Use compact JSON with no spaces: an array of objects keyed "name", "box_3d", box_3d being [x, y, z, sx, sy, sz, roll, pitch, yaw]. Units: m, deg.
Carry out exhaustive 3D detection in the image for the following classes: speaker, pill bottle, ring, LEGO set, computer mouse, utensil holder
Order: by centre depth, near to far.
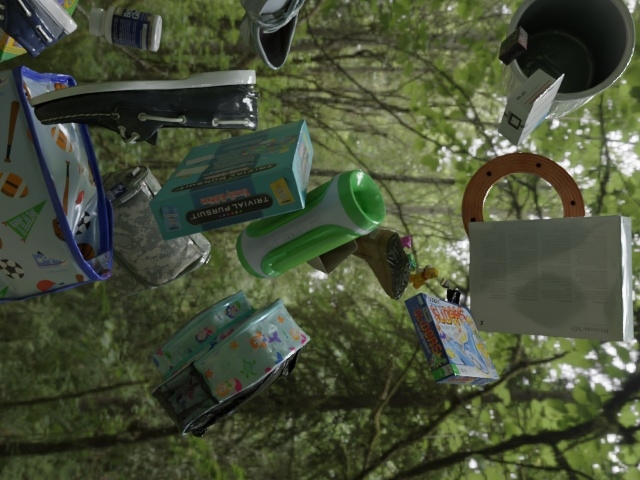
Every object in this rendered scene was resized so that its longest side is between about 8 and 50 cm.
[{"name":"speaker","box_3d":[-0.025,-0.025,1.218,0.297,0.131,0.131,-26,-123,33]},{"name":"pill bottle","box_3d":[-0.503,-0.551,1.632,0.094,0.169,0.094,-172,-90,-81]},{"name":"computer mouse","box_3d":[0.348,0.188,1.727,0.262,0.060,0.184,21,64,-58]},{"name":"ring","box_3d":[0.555,-0.077,1.737,0.032,0.337,0.336,76,12,-81]},{"name":"LEGO set","box_3d":[0.289,0.074,1.847,0.093,0.227,0.087,-21,-134,32]},{"name":"utensil holder","box_3d":[0.704,-0.539,1.874,0.385,0.328,0.327,-2,92,-79]}]

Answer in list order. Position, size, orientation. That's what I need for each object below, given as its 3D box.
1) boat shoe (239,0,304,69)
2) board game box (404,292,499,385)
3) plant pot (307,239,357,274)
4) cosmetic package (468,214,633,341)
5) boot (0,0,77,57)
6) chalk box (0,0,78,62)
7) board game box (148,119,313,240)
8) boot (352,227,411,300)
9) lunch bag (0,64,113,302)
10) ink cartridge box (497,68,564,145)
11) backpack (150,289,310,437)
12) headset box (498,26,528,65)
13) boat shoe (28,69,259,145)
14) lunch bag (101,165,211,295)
[{"name":"boat shoe","box_3d":[-0.086,-0.420,1.195,0.103,0.118,0.320,58,-13,-2]},{"name":"board game box","box_3d":[0.215,0.164,1.023,0.035,0.201,0.136,-31,-117,24]},{"name":"plant pot","box_3d":[0.000,0.000,1.435,0.096,0.109,0.109,5,-51,51]},{"name":"cosmetic package","box_3d":[0.552,0.090,1.547,0.377,0.097,0.284,-1,-94,41]},{"name":"boot","box_3d":[-0.439,-0.348,0.887,0.069,0.086,0.190,52,0,45]},{"name":"chalk box","box_3d":[-0.500,-0.412,1.058,0.132,0.132,0.213,-46,-173,35]},{"name":"board game box","box_3d":[-0.151,-0.125,1.205,0.336,0.254,0.079,-85,160,-65]},{"name":"boot","box_3d":[0.082,0.018,1.561,0.270,0.089,0.236,20,-37,34]},{"name":"lunch bag","box_3d":[-0.574,-0.080,1.139,0.239,0.328,0.385,-56,133,-78]},{"name":"ink cartridge box","box_3d":[0.460,-0.301,1.390,0.060,0.104,0.180,43,-12,19]},{"name":"backpack","box_3d":[-0.153,0.201,1.120,0.191,0.254,0.225,59,27,3]},{"name":"headset box","box_3d":[0.460,-0.462,1.507,0.062,0.032,0.083,-40,-158,44]},{"name":"boat shoe","box_3d":[-0.229,-0.174,0.860,0.114,0.303,0.091,-139,-139,-72]},{"name":"lunch bag","box_3d":[-0.448,-0.031,1.571,0.305,0.256,0.212,55,33,-33]}]
